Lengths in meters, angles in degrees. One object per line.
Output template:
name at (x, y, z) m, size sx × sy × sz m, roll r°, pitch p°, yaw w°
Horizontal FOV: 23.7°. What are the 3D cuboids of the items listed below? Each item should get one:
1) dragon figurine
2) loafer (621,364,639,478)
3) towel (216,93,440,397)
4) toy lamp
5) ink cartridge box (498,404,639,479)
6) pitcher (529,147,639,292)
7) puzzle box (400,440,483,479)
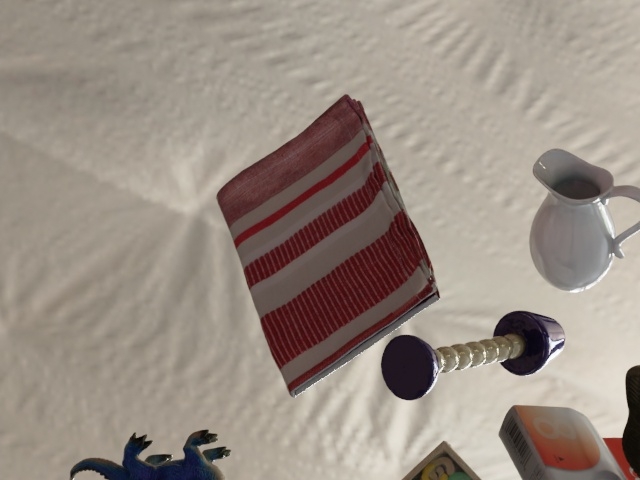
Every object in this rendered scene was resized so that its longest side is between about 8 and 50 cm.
dragon figurine at (-0.183, 0.304, 1.773) m, size 0.289 × 0.144 × 0.085 m, roll -5°, pitch -33°, yaw 15°
loafer at (0.302, 0.164, 1.355) m, size 0.050 × 0.056 × 0.148 m, roll -23°, pitch -46°, yaw -16°
towel at (0.000, 0.000, 1.883) m, size 0.237 × 0.329 × 0.037 m, roll -36°, pitch -39°, yaw 19°
toy lamp at (0.181, 0.123, 1.701) m, size 0.275 × 0.080 × 0.080 m, roll -5°, pitch -30°, yaw -50°
ink cartridge box at (0.270, 0.216, 1.399) m, size 0.179 × 0.145 × 0.045 m, roll 3°, pitch -53°, yaw -23°
pitcher at (0.386, -0.016, 2.183) m, size 0.178 × 0.125 × 0.207 m, roll 20°, pitch -39°, yaw 24°
puzzle box at (0.119, 0.514, 2.115) m, size 0.409 × 0.272 × 0.052 m, roll -44°, pitch -13°, yaw -1°
